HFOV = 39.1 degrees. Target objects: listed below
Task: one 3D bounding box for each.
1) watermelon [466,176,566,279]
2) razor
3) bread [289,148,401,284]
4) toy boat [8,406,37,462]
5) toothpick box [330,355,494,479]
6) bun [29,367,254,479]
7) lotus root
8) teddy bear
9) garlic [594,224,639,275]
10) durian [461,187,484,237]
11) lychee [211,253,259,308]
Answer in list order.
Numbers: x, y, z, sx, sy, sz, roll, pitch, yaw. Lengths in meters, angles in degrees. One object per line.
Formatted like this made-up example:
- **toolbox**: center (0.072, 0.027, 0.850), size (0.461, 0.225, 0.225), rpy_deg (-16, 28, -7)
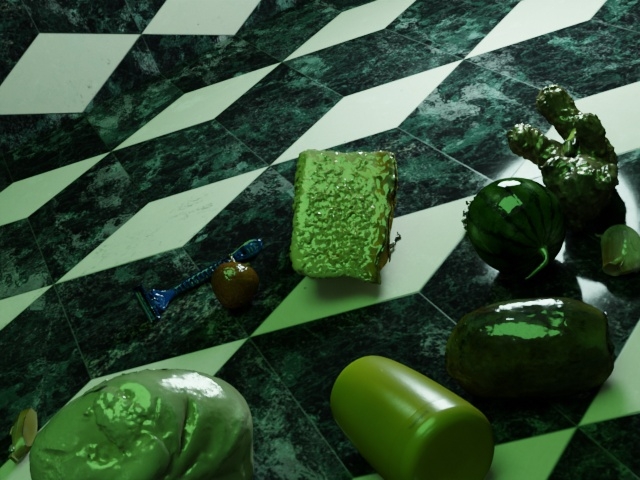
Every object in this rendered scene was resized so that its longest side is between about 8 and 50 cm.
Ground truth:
- **watermelon**: center (0.383, -0.024, 1.735), size (0.188, 0.188, 0.215), rpy_deg (-29, 34, -10)
- **razor**: center (-0.280, 0.081, 2.133), size (0.324, 0.093, 0.056), rpy_deg (-29, -4, -17)
- **bread**: center (0.058, -0.030, 2.015), size (0.248, 0.279, 0.316), rpy_deg (5, 74, 6)
- **toy boat**: center (-0.617, 0.402, 1.864), size (0.049, 0.047, 0.149), rpy_deg (-34, 28, 8)
- **toothpick box**: center (0.132, 0.292, 1.438), size (0.175, 0.175, 0.271), rpy_deg (-33, 30, -17)
- **bun**: center (-0.269, 0.367, 1.446), size (0.359, 0.360, 0.211), rpy_deg (-23, 51, 0)
- **lotus root**: center (0.341, 0.178, 1.494), size (0.274, 0.152, 0.160), rpy_deg (-11, 42, 21)
- **teddy bear**: center (0.492, -0.166, 1.863), size (0.296, 0.246, 0.222), rpy_deg (47, 34, 22)
- **garlic**: center (0.562, 0.006, 1.693), size (0.084, 0.066, 0.152), rpy_deg (-13, 35, 18)
- **durian**: center (0.375, -0.066, 1.897), size (0.188, 0.091, 0.148), rpy_deg (12, 46, 40)
- **lychee**: center (-0.196, 0.086, 2.006), size (0.114, 0.101, 0.140), rpy_deg (-19, 70, 27)
